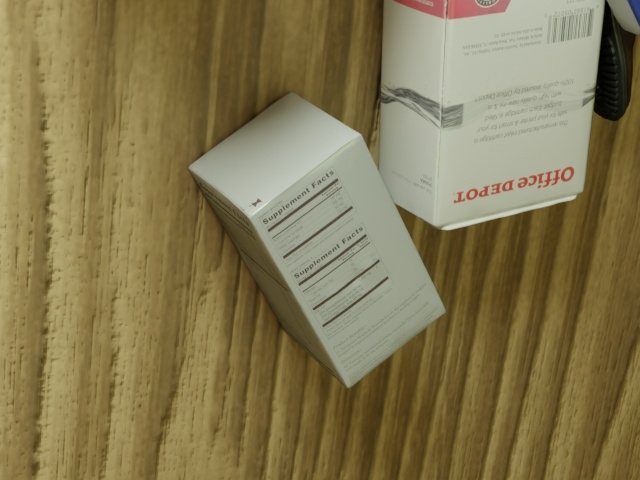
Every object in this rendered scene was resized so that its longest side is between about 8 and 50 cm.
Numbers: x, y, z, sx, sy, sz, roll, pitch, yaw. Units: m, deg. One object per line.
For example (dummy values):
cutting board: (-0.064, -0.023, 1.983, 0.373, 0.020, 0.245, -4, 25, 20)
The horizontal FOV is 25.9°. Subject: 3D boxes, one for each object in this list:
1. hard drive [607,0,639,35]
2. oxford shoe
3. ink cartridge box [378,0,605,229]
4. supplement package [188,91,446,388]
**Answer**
hard drive: (0.371, -0.384, 1.361, 0.318, 0.040, 0.210, -50, 137, -8)
oxford shoe: (0.324, -0.238, 1.521, 0.096, 0.083, 0.227, -28, 126, -26)
ink cartridge box: (0.172, -0.175, 1.422, 0.207, 0.117, 0.283, -13, 118, -29)
supplement package: (0.000, 0.000, 1.378, 0.134, 0.139, 0.244, -37, 129, -12)
